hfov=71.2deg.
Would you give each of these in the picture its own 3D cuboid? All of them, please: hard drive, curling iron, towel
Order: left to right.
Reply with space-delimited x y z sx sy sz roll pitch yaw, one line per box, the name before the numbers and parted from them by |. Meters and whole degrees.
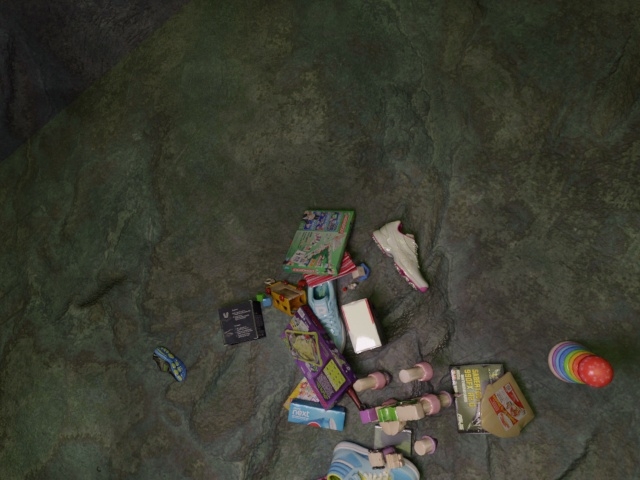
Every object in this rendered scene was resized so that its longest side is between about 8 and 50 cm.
towel | 0.005 0.055 1.757 0.199 0.031 0.274 -21 43 -6
curling iron | 0.120 0.566 1.711 0.274 0.035 0.068 54 134 21
hard drive | 0.267 0.736 1.647 0.135 0.022 0.094 1 80 16

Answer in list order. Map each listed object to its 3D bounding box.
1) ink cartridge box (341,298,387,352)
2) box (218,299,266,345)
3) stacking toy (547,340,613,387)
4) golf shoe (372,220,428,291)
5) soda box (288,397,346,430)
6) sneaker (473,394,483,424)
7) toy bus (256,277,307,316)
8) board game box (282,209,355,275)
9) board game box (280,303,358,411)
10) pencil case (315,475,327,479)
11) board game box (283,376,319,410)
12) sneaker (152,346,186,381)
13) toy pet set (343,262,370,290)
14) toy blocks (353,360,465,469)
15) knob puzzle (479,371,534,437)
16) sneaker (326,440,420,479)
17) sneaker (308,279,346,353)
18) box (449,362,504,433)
ink cartridge box | 0.166 0.315 1.644 0.100 0.237 0.171 -19 75 9
box | -0.324 0.342 1.854 0.156 0.093 0.158 -15 77 13
stacking toy | 0.817 0.388 1.393 0.141 0.330 0.141 -3 78 15
golf shoe | 0.331 0.054 1.714 0.140 0.115 0.306 -37 73 3
soda box | -0.013 0.659 1.695 0.210 0.067 0.071 8 88 6
sneaker | 0.550 0.578 1.531 0.044 0.040 0.109 33 81 22
toy bus | -0.146 0.236 1.814 0.191 0.202 0.104 -4 109 8
board game box | 0.000 0.000 1.759 0.214 0.046 0.317 4 46 18
board game box | -0.015 0.437 1.685 0.346 0.056 0.208 53 126 29
pencil case | -0.031 0.941 1.662 0.210 0.095 0.098 -21 54 9
board game box | -0.060 0.621 1.760 0.103 0.026 0.154 36 91 19
sneaker | -0.654 0.542 1.934 0.188 0.067 0.078 37 112 17
toy pet set | 0.135 0.130 1.793 0.114 0.065 0.122 -32 65 45
toy blocks | 0.316 0.591 1.550 0.289 0.260 0.308 -29 67 43
knob puzzle | 0.603 0.566 1.497 0.213 0.030 0.213 4 77 -17
sneaker | 0.171 0.835 1.548 0.319 0.208 0.127 4 109 21
sneaker | 0.006 0.278 1.740 0.135 0.150 0.365 -15 75 15
box | 0.562 0.555 1.579 0.183 0.056 0.230 -7 78 15
